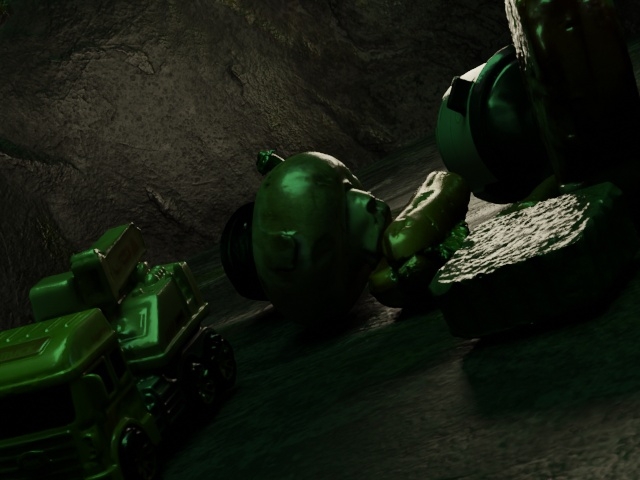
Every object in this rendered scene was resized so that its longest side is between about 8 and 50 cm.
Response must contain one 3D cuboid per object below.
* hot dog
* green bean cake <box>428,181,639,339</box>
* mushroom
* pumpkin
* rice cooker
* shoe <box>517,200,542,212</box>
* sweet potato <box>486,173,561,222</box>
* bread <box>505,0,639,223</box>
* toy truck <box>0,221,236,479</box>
[{"bbox_3d":[0.146,0.004,1.582,0.100,0.135,0.337,23,22,9],"label":"hot dog"},{"bbox_3d":[0.225,0.026,1.236,0.183,0.094,0.185,-18,10,35],"label":"green bean cake"},{"bbox_3d":[0.000,0.000,1.613,0.184,0.255,0.255,7,16,12],"label":"mushroom"},{"bbox_3d":[-0.047,-0.028,1.889,0.248,0.248,0.248,-24,8,3],"label":"pumpkin"},{"bbox_3d":[0.316,-0.180,1.851,0.280,0.241,0.227,20,-10,-16],"label":"rice cooker"},{"bbox_3d":[0.269,-0.014,1.457,0.069,0.072,0.109,-15,10,22],"label":"shoe"},{"bbox_3d":[0.264,-0.022,1.557,0.067,0.067,0.274,-15,18,49],"label":"sweet potato"},{"bbox_3d":[0.311,-0.174,1.420,0.114,0.328,0.295,-17,29,10],"label":"bread"},{"bbox_3d":[-0.251,0.142,1.358,0.180,0.254,0.405,-17,12,18],"label":"toy truck"}]
